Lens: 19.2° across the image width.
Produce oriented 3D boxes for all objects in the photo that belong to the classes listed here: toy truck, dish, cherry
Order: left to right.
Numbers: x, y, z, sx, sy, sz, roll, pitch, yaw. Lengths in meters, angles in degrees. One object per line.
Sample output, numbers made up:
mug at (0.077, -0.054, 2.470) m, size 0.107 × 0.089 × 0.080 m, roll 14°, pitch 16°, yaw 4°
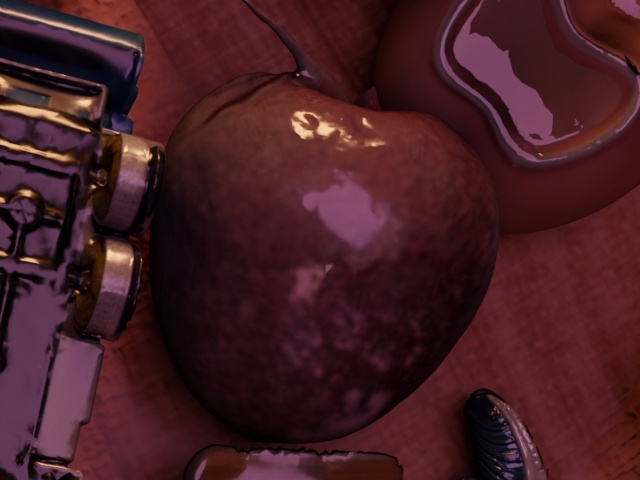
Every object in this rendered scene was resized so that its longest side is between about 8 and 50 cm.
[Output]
toy truck at (-0.190, 0.045, 1.081) m, size 0.146 × 0.175 × 0.367 m, roll 15°, pitch 76°, yaw -15°
cherry at (0.000, 0.000, 1.155) m, size 0.213 × 0.183 × 0.266 m, roll 14°, pitch 98°, yaw 1°
dish at (0.137, -0.110, 1.213) m, size 0.213 × 0.090 × 0.213 m, roll 0°, pitch 90°, yaw 4°

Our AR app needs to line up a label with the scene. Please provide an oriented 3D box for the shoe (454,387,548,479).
shoe at (0.114, 0.168, 1.235) m, size 0.071 × 0.064 × 0.143 m, roll -10°, pitch 84°, yaw -10°

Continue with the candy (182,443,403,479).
candy at (-0.010, 0.255, 1.140) m, size 0.143 × 0.101 × 0.271 m, roll -2°, pitch 88°, yaw -23°
